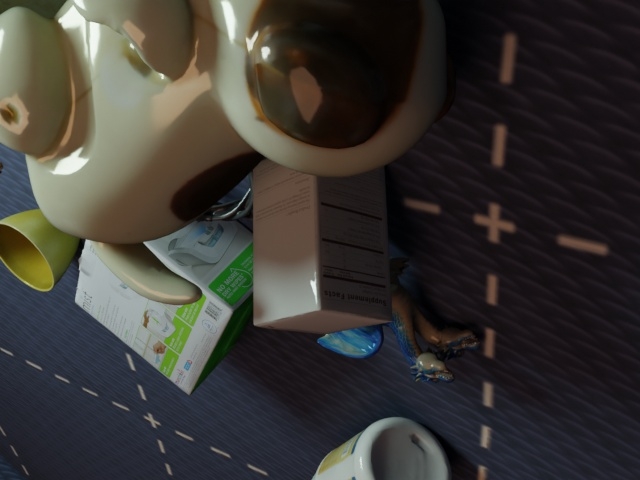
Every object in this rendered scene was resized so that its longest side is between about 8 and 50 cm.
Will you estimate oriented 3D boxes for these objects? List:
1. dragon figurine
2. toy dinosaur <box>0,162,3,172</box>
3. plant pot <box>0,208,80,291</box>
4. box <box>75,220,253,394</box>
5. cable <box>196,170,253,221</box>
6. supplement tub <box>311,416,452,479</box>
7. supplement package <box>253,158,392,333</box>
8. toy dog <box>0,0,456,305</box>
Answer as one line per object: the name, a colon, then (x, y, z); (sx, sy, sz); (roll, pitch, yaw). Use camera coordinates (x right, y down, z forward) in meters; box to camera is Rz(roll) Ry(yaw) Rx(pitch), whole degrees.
dragon figurine: (0.044, 0.085, 0.912); (0.289, 0.085, 0.144); (10, 130, 30)
toy dinosaur: (-0.488, -0.235, 0.950); (0.164, 0.218, 0.321); (26, 137, 17)
plant pot: (-0.447, 0.001, 1.221); (0.134, 0.095, 0.134); (21, 135, 22)
box: (-0.211, 0.059, 1.060); (0.231, 0.127, 0.262); (38, 140, 6)
cable: (-0.143, -0.092, 0.922); (0.185, 0.047, 0.150); (10, 115, 8)
supplement tub: (0.077, 0.347, 1.072); (0.144, 0.144, 0.199); (41, 140, 1)
supplement package: (0.000, 0.000, 0.787); (0.105, 0.179, 0.105); (13, 159, -41)
toy dog: (-0.096, -0.140, 0.645); (0.408, 0.285, 0.395); (-7, 89, 31)
